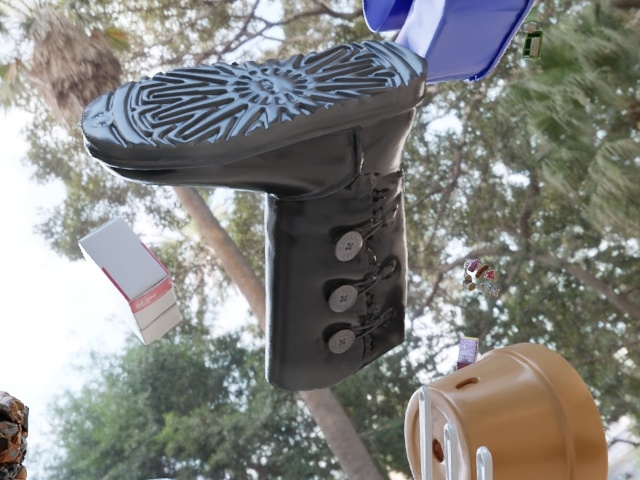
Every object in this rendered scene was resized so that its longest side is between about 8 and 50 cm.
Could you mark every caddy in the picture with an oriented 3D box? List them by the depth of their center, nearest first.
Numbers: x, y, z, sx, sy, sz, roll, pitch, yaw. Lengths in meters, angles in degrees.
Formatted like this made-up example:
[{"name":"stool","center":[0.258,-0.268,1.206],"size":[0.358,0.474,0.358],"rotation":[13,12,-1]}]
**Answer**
[{"name":"caddy","center":[0.194,-0.376,0.950],"size":[0.179,0.241,0.341],"rotation":[-16,-19,-15]}]

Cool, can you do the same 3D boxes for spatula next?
[{"name":"spatula","center":[0.123,0.267,0.583],"size":[0.019,0.168,0.242],"rotation":[-5,-79,-12]}]

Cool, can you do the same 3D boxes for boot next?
[{"name":"boot","center":[-0.055,0.013,0.798],"size":[0.366,0.146,0.445],"rotation":[-12,-46,-15]}]

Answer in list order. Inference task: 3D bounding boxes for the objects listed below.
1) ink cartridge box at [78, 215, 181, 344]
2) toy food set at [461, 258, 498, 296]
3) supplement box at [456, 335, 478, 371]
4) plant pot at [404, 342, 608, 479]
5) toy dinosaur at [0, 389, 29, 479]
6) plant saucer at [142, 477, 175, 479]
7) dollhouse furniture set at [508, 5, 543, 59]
[{"name":"ink cartridge box","center":[-0.451,0.105,1.585],"size":[0.117,0.207,0.283],"rotation":[-38,-19,-23]},{"name":"toy food set","center":[0.355,0.080,1.475],"size":[0.019,0.122,0.078],"rotation":[9,-91,-27]},{"name":"supplement box","center":[0.347,0.276,1.549],"size":[0.043,0.083,0.055],"rotation":[6,-51,16]},{"name":"plant pot","center":[0.267,0.318,1.036],"size":[0.203,0.291,0.291],"rotation":[-4,-41,-21]},{"name":"toy dinosaur","center":[-0.499,0.371,0.972],"size":[0.164,0.218,0.322],"rotation":[6,-61,14]},{"name":"plant saucer","center":[-0.239,0.225,0.498],"size":[0.317,0.044,0.318],"rotation":[-10,-19,-3]},{"name":"dollhouse furniture set","center":[0.414,-0.420,1.335],"size":[0.151,0.076,0.059],"rotation":[9,-90,-61]}]
